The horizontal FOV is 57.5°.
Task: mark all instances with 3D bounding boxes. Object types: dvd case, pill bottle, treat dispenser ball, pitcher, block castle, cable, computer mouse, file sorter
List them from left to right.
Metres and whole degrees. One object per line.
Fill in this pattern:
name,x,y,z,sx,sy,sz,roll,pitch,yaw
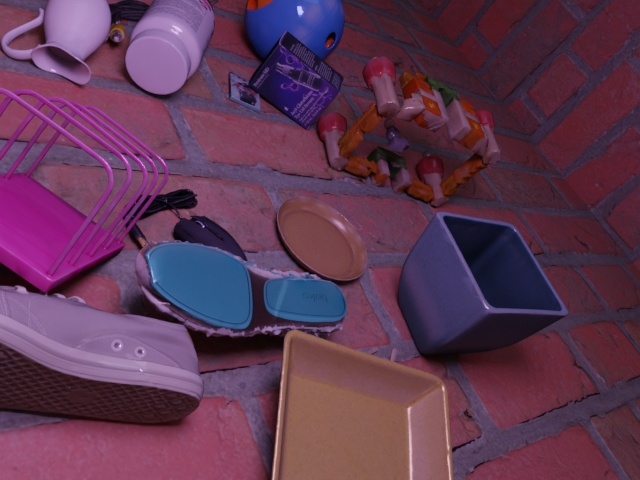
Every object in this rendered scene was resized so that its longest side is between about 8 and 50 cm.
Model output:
pitcher,-0.531,-0.433,1.188,0.178,0.125,0.207,12,60,-13
file sorter,-0.361,-0.087,0.821,0.202,0.182,0.290,37,6,-6
cable,-0.505,-0.532,1.398,0.140,0.072,0.287,16,27,-6
pill bottle,-0.348,-0.467,1.358,0.160,0.160,0.283,27,37,-19
computer mouse,-0.234,-0.001,1.053,0.184,0.060,0.262,-14,62,-50
dvd case,-0.202,-0.393,1.542,0.087,0.013,0.119,20,39,-27
treat dispenser ball,-0.074,-0.637,1.681,0.288,0.288,0.288,25,38,-22
block castle,0.248,-0.300,1.617,0.453,0.303,0.212,17,48,-30

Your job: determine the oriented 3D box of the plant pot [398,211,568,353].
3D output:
plant pot,0.311,0.122,1.256,0.248,0.252,0.247,6,47,-33

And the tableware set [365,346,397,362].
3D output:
tableware set,0.104,0.274,1.091,0.128,0.039,0.194,52,37,15

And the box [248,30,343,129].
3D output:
box,-0.065,-0.432,1.580,0.207,0.153,0.108,34,35,-16

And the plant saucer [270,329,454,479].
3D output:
plant saucer,0.058,0.343,0.905,0.333,0.081,0.332,22,51,-24

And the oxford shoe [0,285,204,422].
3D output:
oxford shoe,-0.351,0.125,0.725,0.449,0.169,0.130,23,42,-35

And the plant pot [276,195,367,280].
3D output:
plant pot,0.000,0.000,1.295,0.236,0.032,0.236,24,38,-21

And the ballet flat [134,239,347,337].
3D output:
ballet flat,-0.133,0.108,0.966,0.409,0.147,0.147,18,41,-39

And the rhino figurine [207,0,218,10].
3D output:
rhino figurine,-0.353,-0.649,1.624,0.106,0.073,0.243,31,35,-8
